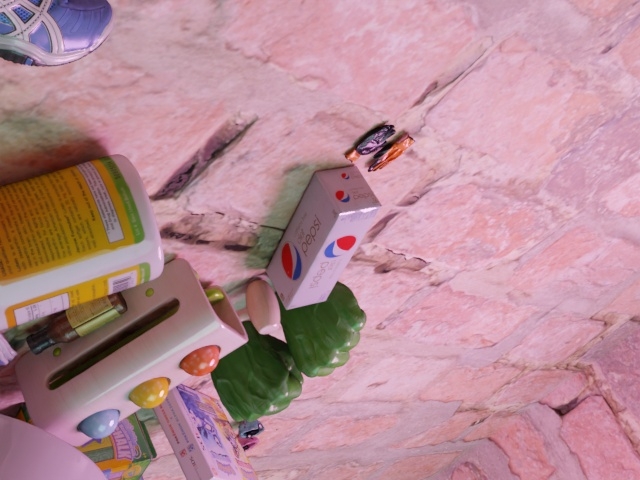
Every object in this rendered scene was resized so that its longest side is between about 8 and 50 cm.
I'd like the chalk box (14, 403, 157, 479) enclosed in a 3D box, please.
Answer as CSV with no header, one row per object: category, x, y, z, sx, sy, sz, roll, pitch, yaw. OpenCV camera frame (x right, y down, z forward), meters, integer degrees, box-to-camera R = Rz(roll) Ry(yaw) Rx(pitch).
chalk box,-0.340,0.309,1.440,0.213,0.132,0.132,-7,146,-39

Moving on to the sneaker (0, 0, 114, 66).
sneaker,-0.241,-0.190,0.732,0.211,0.080,0.081,1,143,-48

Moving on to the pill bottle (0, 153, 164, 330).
pill bottle,-0.293,0.010,0.963,0.246,0.136,0.136,-19,151,-21

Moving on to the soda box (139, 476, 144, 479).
soda box,-0.356,0.475,1.792,0.063,0.058,0.183,-19,152,-21

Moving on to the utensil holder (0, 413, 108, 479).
utensil holder,-0.448,0.436,1.138,0.328,0.385,0.327,7,138,6

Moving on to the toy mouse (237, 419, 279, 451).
toy mouse,-0.148,0.372,1.848,0.143,0.031,0.161,-20,152,-18

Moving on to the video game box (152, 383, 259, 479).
video game box,-0.183,0.322,1.555,0.048,0.187,0.205,-33,154,6

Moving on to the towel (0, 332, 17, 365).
towel,-0.508,0.145,1.099,0.285,0.034,0.209,-24,152,-12

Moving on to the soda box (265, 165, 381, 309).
soda box,0.000,0.000,1.304,0.069,0.074,0.216,-11,147,-33

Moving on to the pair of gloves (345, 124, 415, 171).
pair of gloves,0.076,-0.118,1.247,0.074,0.010,0.083,-38,149,19

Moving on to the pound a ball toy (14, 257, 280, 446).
pound a ball toy,-0.208,0.160,1.307,0.319,0.135,0.208,-31,153,4

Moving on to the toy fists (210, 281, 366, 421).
toy fists,-0.049,0.167,1.469,0.279,0.142,0.096,-39,152,18

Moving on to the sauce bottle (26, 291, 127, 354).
sauce bottle,-0.305,0.101,1.215,0.128,0.042,0.042,-26,153,-3
